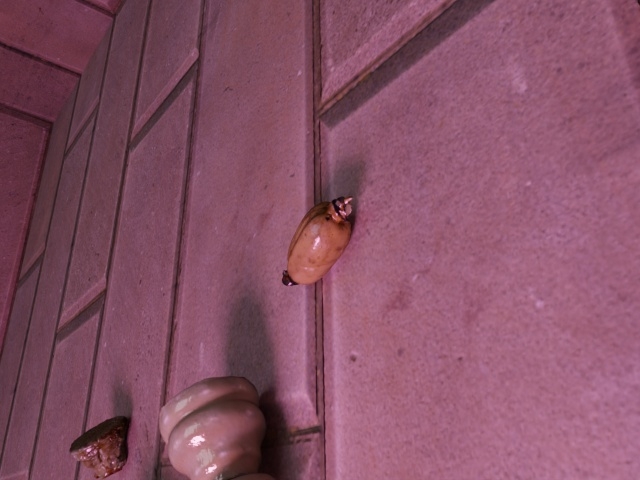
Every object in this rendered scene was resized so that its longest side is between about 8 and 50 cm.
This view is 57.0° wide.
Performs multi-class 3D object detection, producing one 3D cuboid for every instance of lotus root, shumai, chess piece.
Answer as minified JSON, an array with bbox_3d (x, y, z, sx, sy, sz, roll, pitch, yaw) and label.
[{"bbox_3d":[0.000,0.000,0.716,0.152,0.063,0.072,-56,9,34],"label":"lotus root"},{"bbox_3d":[-0.402,0.394,1.111,0.098,0.123,0.087,-23,96,27],"label":"shumai"},{"bbox_3d":[-0.099,0.292,0.686,0.133,0.133,0.243,-54,44,25],"label":"chess piece"}]
